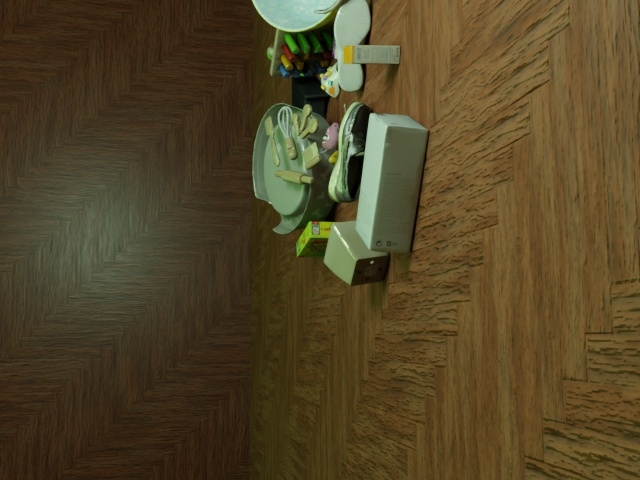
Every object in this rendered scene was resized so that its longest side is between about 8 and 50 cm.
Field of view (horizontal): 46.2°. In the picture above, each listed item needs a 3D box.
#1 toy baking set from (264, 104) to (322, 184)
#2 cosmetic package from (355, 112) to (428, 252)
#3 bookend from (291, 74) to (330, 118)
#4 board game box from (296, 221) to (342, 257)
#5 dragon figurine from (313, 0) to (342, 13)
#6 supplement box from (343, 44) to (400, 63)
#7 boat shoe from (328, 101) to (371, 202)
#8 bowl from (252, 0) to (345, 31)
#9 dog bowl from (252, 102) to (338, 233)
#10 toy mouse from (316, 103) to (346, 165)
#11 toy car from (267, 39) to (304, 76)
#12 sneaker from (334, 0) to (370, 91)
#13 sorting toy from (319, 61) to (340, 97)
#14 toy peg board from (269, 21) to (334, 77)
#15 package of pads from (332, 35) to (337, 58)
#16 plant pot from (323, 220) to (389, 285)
[{"bbox_3d":[-0.066,-0.240,1.881,0.256,0.030,0.196,10,96,53],"label":"toy baking set"},{"bbox_3d":[0.126,-0.105,1.359,0.117,0.086,0.230,-117,33,-65],"label":"cosmetic package"},{"bbox_3d":[-0.029,-0.368,2.131,0.157,0.073,0.156,-118,25,-55],"label":"bookend"},{"bbox_3d":[0.000,0.000,1.904,0.181,0.092,0.043,126,144,-70],"label":"board game box"},{"bbox_3d":[0.074,-0.614,1.592,0.289,0.085,0.143,125,149,-50],"label":"dragon figurine"},{"bbox_3d":[0.100,-0.363,1.467,0.062,0.099,0.036,-134,43,-72],"label":"supplement box"},{"bbox_3d":[0.080,-0.187,1.621,0.073,0.080,0.223,15,91,48],"label":"boat shoe"},{"bbox_3d":[-0.018,-0.652,1.839,0.156,0.290,0.289,-14,-69,-58],"label":"bowl"},{"bbox_3d":[-0.066,-0.192,2.015,0.349,0.102,0.348,8,99,59],"label":"dog bowl"},{"bbox_3d":[0.053,-0.229,1.665,0.031,0.161,0.143,26,115,35],"label":"toy mouse"},{"bbox_3d":[-0.056,-0.600,2.254,0.188,0.149,0.155,-58,21,5],"label":"toy car"},{"bbox_3d":[0.068,-0.450,1.704,0.094,0.080,0.212,-87,2,-69],"label":"sneaker"},{"bbox_3d":[0.036,-0.428,1.935,0.075,0.045,0.083,-46,41,44],"label":"sorting toy"},{"bbox_3d":[-0.040,-0.497,2.026,0.160,0.161,0.079,106,147,-49],"label":"toy peg board"},{"bbox_3d":[0.050,-0.495,1.871,0.050,0.032,0.083,-112,27,-68],"label":"package of pads"},{"bbox_3d":[0.080,0.031,1.519,0.096,0.109,0.109,-119,30,-44],"label":"plant pot"}]
